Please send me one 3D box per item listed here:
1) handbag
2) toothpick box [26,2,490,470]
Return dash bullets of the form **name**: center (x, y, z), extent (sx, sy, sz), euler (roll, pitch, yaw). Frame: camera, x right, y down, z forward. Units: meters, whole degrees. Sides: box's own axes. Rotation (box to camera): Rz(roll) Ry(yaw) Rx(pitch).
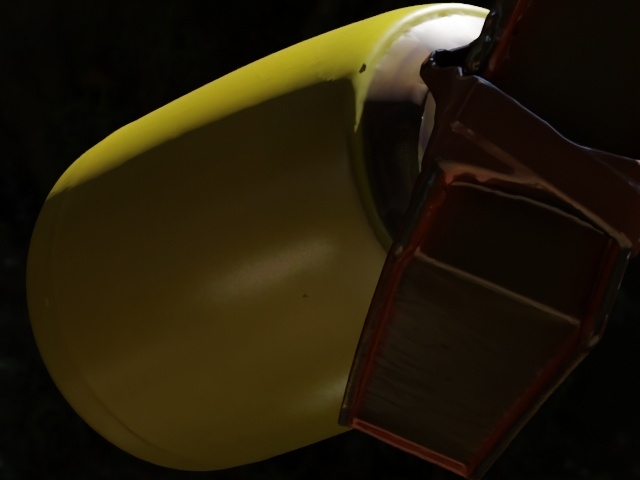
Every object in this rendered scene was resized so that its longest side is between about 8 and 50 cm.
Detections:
- **handbag**: center (0.054, -0.018, 0.453), extent (0.063, 0.127, 0.190), euler (23, -16, 5)
- **toothpick box**: center (0.000, 0.000, 0.811), extent (0.175, 0.175, 0.271), euler (16, -22, -30)
